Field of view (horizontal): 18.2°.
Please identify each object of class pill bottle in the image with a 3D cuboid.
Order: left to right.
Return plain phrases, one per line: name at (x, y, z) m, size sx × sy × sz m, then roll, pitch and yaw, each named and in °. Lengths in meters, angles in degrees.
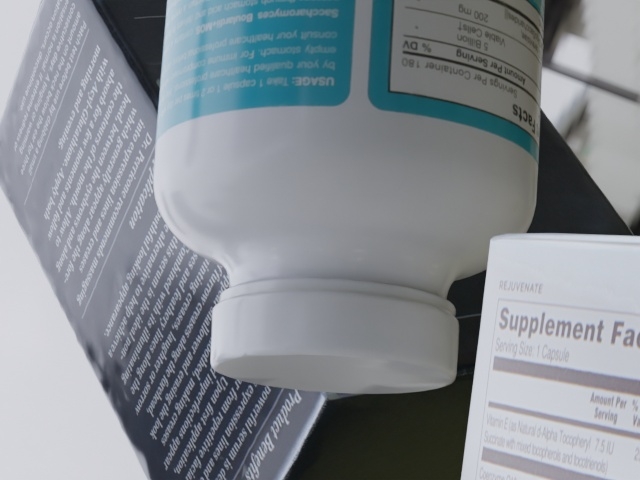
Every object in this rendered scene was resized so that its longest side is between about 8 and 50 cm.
pill bottle at (0.012, -0.078, 0.766) m, size 0.146 × 0.146 × 0.264 m, roll 35°, pitch -123°, yaw -65°

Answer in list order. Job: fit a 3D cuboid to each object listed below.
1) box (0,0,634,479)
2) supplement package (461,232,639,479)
box at (0.000, 0.000, 1.333) m, size 0.294 × 0.395 × 0.212 m, roll -8°, pitch -38°, yaw -34°
supplement package at (0.151, 0.141, 0.447) m, size 0.199 × 0.198 × 0.262 m, roll 8°, pitch -92°, yaw -23°
